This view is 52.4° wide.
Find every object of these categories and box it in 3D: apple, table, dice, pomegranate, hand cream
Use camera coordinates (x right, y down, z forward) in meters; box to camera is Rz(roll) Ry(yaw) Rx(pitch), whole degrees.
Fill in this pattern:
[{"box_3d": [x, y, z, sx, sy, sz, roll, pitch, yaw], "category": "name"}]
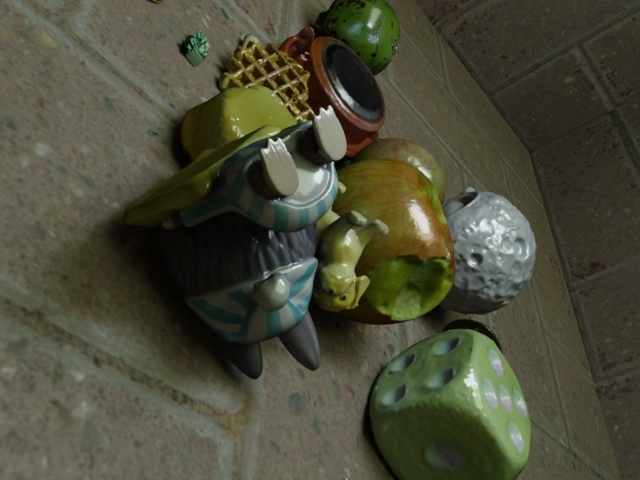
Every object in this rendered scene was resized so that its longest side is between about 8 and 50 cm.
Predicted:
[{"box_3d": [0.106, 0.006, 1.310, 0.339, 0.339, 0.339, 38, 37, -36], "category": "apple"}, {"box_3d": [0.323, 0.309, 1.573, 0.226, 0.167, 0.167, -29, 91, -52], "category": "table"}, {"box_3d": [0.264, 0.354, 1.324, 0.254, 0.252, 0.250, 58, 30, -12], "category": "dice"}, {"box_3d": [0.106, -0.610, 1.911, 0.270, 0.254, 0.254, 33, 25, 16], "category": "pomegranate"}, {"box_3d": [-0.169, -0.427, 1.514, 0.061, 0.039, 0.143, 39, 41, -38], "category": "hand cream"}, {"box_3d": [0.174, -0.122, 1.589, 0.257, 0.257, 0.234, 60, 4, -4], "category": "apple"}]

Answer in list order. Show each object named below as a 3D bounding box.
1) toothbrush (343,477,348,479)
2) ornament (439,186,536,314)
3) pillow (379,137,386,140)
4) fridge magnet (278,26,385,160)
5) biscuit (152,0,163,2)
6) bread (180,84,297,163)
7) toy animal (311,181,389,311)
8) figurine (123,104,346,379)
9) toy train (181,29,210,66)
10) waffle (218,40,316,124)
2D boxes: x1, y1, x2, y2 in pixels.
[{"box_3d": [0.072, 0.497, 1.142, 0.017, 0.014, 0.162, -15, 78, -46], "category": "toothbrush"}, {"box_3d": [0.403, 0.039, 1.721, 0.337, 0.337, 0.337, 38, 37, -36], "category": "ornament"}, {"box_3d": [0.245, -0.202, 1.973, 0.232, 0.043, 0.126, 49, 37, -27], "category": "pillow"}, {"box_3d": [0.034, -0.370, 1.657, 0.363, 0.155, 0.363, 32, 43, -35], "category": "fridge magnet"}, {"box_3d": [-0.346, -0.523, 1.325, 0.084, 0.023, 0.084, 36, 40, -38], "category": "biscuit"}, {"box_3d": [-0.135, -0.163, 1.234, 0.270, 0.148, 0.270, 33, 44, -40], "category": "bread"}, {"box_3d": [0.015, -0.001, 1.112, 0.233, 0.168, 0.121, 57, 24, 19], "category": "toy animal"}, {"box_3d": [-0.059, 0.027, 0.988, 0.266, 0.361, 0.378, -43, 111, -34], "category": "figurine"}, {"box_3d": [-0.257, -0.402, 1.354, 0.053, 0.033, 0.083, 53, 30, -25], "category": "toy train"}, {"box_3d": [-0.099, -0.325, 1.433, 0.249, 0.056, 0.253, 24, 56, -17], "category": "waffle"}]
